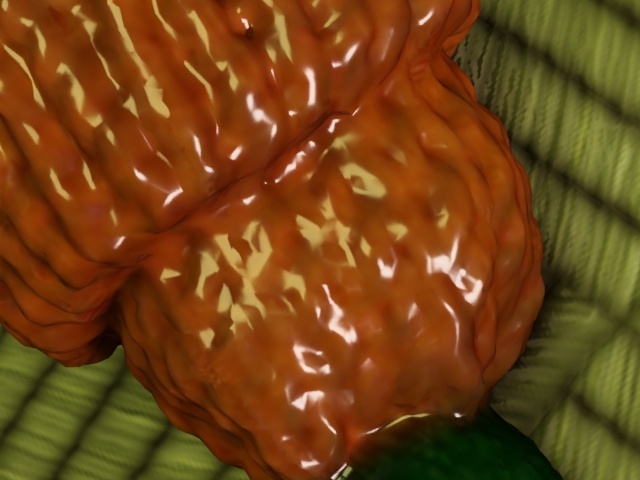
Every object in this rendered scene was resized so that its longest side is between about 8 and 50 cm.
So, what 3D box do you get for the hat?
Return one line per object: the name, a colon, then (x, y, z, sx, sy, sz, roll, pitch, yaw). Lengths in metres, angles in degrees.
hat: (0.000, 0.000, 0.634, 0.285, 0.285, 0.400, -44, 72, 10)
